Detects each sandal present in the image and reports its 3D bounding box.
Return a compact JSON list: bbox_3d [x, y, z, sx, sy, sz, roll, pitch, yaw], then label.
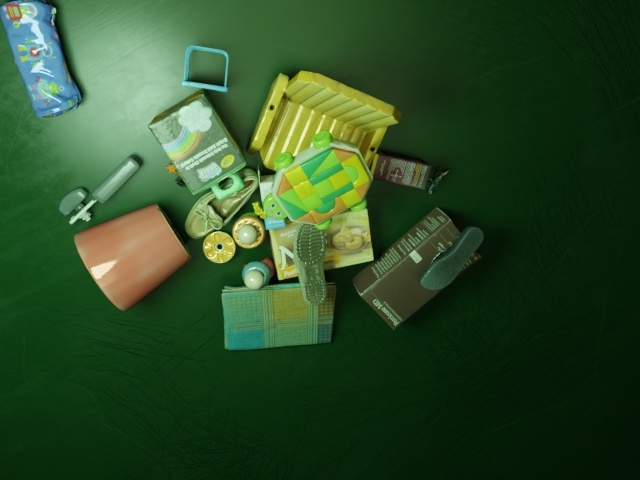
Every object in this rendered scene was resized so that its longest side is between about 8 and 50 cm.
[{"bbox_3d":[0.412,0.058,1.781,0.254,0.054,0.097,-44,118,-3],"label":"sandal"}]

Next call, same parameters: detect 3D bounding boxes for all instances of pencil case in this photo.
[{"bbox_3d":[-0.731,-0.481,1.484,0.133,0.119,0.305,-12,112,-8],"label":"pencil case"}]

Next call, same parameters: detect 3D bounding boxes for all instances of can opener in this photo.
[{"bbox_3d":[-0.644,-0.151,1.643,0.280,0.074,0.093,-39,111,5],"label":"can opener"}]

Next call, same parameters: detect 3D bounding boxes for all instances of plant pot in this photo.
[{"bbox_3d":[-0.530,0.034,1.643,0.243,0.275,0.274,-31,112,-9],"label":"plant pot"}]

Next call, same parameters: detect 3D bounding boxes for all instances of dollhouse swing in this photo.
[{"bbox_3d":[0.008,-0.287,1.588,0.347,0.305,0.314,20,105,-17],"label":"dollhouse swing"}]

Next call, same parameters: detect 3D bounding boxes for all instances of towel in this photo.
[{"bbox_3d":[-0.138,0.252,1.874,0.371,0.040,0.271,-3,125,-11],"label":"towel"}]

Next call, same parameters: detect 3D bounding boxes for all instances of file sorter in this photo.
[{"bbox_3d":[-0.310,-0.468,1.538,0.118,0.170,0.104,6,105,-12],"label":"file sorter"}]

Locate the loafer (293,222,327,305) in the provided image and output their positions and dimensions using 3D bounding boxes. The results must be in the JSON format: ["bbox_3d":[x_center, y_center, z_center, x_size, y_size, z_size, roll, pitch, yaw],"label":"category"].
[{"bbox_3d":[-0.038,0.063,1.728,0.102,0.092,0.268,-3,94,-16],"label":"loafer"}]

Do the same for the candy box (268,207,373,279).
[{"bbox_3d":[0.000,0.000,1.805,0.317,0.087,0.182,-11,111,-5],"label":"candy box"}]

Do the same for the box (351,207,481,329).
[{"bbox_3d":[0.313,0.092,1.869,0.381,0.143,0.191,-41,112,8],"label":"box"}]

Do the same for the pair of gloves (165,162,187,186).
[{"bbox_3d":[-0.421,-0.194,1.675,0.010,0.074,0.083,-46,118,-32],"label":"pair of gloves"}]

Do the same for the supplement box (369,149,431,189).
[{"bbox_3d":[0.235,-0.225,1.756,0.188,0.104,0.080,10,108,-13],"label":"supplement box"}]

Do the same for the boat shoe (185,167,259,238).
[{"bbox_3d":[-0.302,-0.109,1.710,0.285,0.089,0.105,-44,111,7],"label":"boat shoe"}]

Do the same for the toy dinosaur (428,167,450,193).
[{"bbox_3d":[0.380,-0.189,1.832,0.090,0.047,0.082,-3,129,-20],"label":"toy dinosaur"}]

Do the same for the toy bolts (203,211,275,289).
[{"bbox_3d":[-0.245,0.053,1.719,0.219,0.158,0.228,-22,101,4],"label":"toy bolts"}]

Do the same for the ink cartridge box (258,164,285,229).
[{"bbox_3d":[-0.147,-0.136,1.695,0.062,0.104,0.181,-8,110,-3],"label":"ink cartridge box"}]

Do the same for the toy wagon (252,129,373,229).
[{"bbox_3d":[-0.028,-0.141,1.588,0.345,0.068,0.267,-28,128,7],"label":"toy wagon"}]

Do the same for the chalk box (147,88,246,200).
[{"bbox_3d":[-0.329,-0.257,1.607,0.180,0.179,0.288,-29,113,0],"label":"chalk box"}]
